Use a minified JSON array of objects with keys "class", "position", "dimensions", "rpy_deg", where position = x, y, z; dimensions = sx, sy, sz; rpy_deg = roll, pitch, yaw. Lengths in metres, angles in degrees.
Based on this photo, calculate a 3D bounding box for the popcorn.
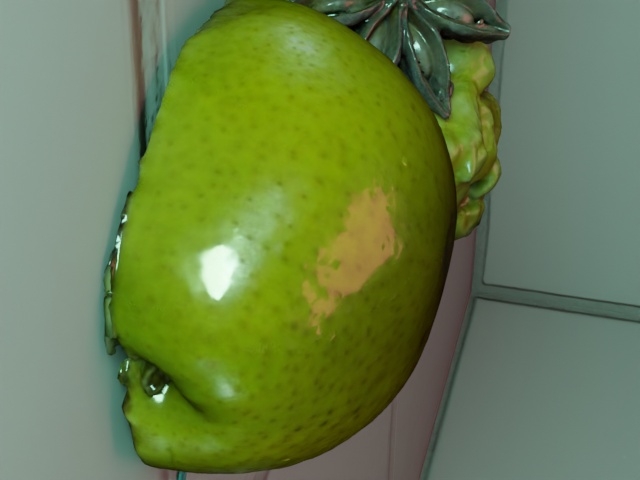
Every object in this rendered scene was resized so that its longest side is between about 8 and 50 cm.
[{"class":"popcorn","position":[0.073,-0.089,1.380],"dimensions":[0.266,0.192,0.233],"rpy_deg":[-65,163,5]}]

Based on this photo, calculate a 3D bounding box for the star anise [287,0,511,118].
[{"class":"star anise","position":[0.068,-0.194,1.254],"dimensions":[0.197,0.212,0.073],"rpy_deg":[61,-17,-7]}]

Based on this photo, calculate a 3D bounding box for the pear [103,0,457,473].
[{"class":"pear","position":[0.000,0.000,1.056],"dimensions":[0.386,0.191,0.340],"rpy_deg":[-68,163,-48]}]

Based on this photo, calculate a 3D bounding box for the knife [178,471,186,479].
[{"class":"knife","position":[-0.112,0.222,1.133],"dimensions":[0.014,0.005,0.091],"rpy_deg":[-34,132,-77]}]
